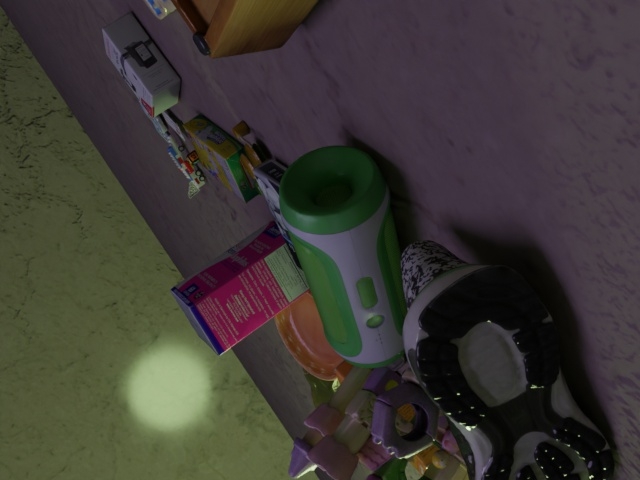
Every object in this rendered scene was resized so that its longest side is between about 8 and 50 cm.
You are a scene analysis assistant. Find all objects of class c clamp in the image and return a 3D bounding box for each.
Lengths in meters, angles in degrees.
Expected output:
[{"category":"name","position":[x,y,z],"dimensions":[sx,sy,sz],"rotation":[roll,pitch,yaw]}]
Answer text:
[{"category":"c clamp","position":[0.083,0.155,1.248],"dimensions":[0.137,0.022,0.160],"rotation":[53,165,5]}]

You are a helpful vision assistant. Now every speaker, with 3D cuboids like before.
[{"category":"speaker","position":[0.040,0.030,0.929],"dimensions":[0.131,0.131,0.296],"rotation":[41,160,39]}]

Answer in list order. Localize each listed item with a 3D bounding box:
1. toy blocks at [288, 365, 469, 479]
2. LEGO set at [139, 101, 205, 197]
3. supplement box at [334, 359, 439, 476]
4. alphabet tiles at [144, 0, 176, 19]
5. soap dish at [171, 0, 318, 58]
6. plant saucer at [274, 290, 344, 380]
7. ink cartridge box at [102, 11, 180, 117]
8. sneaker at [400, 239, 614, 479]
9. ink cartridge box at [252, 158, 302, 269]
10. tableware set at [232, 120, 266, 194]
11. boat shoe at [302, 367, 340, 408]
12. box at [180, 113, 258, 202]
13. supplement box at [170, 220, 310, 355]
[{"category":"toy blocks","position":[0.106,0.343,1.020],"dimensions":[0.289,0.260,0.309],"rotation":[40,165,-7]},{"category":"LEGO set","position":[-0.318,-0.204,1.607],"dimensions":[0.244,0.060,0.182],"rotation":[45,166,28]},{"category":"supplement box","position":[0.127,0.283,1.287],"dimensions":[0.233,0.080,0.078],"rotation":[41,162,33]},{"category":"alphabet tiles","position":[-0.289,-0.435,1.057],"dimensions":[0.284,0.021,0.278],"rotation":[53,165,-19]},{"category":"soap dish","position":[-0.084,-0.287,0.643],"dimensions":[0.228,0.118,0.291],"rotation":[56,165,-6]},{"category":"plant saucer","position":[-0.012,0.163,1.427],"dimensions":[0.200,0.037,0.199],"rotation":[32,138,35]},{"category":"ink cartridge box","position":[-0.316,-0.308,1.366],"dimensions":[0.150,0.063,0.109],"rotation":[53,164,2]},{"category":"sneaker","position":[0.184,0.156,0.816],"dimensions":[0.182,0.158,0.410],"rotation":[-113,0,-59]},{"category":"ink cartridge box","position":[0.000,0.000,1.129],"dimensions":[0.208,0.045,0.206],"rotation":[35,154,47]},{"category":"tableware set","position":[-0.097,-0.118,1.212],"dimensions":[0.104,0.024,0.154],"rotation":[42,162,46]},{"category":"boat shoe","position":[0.012,0.261,1.575],"dimensions":[0.073,0.080,0.223],"rotation":[-77,-18,-54]},{"category":"box","position":[-0.175,-0.146,1.336],"dimensions":[0.179,0.043,0.105],"rotation":[36,157,42]},{"category":"supplement box","position":[-0.127,0.078,1.334],"dimensions":[0.111,0.220,0.113],"rotation":[24,145,60]}]
